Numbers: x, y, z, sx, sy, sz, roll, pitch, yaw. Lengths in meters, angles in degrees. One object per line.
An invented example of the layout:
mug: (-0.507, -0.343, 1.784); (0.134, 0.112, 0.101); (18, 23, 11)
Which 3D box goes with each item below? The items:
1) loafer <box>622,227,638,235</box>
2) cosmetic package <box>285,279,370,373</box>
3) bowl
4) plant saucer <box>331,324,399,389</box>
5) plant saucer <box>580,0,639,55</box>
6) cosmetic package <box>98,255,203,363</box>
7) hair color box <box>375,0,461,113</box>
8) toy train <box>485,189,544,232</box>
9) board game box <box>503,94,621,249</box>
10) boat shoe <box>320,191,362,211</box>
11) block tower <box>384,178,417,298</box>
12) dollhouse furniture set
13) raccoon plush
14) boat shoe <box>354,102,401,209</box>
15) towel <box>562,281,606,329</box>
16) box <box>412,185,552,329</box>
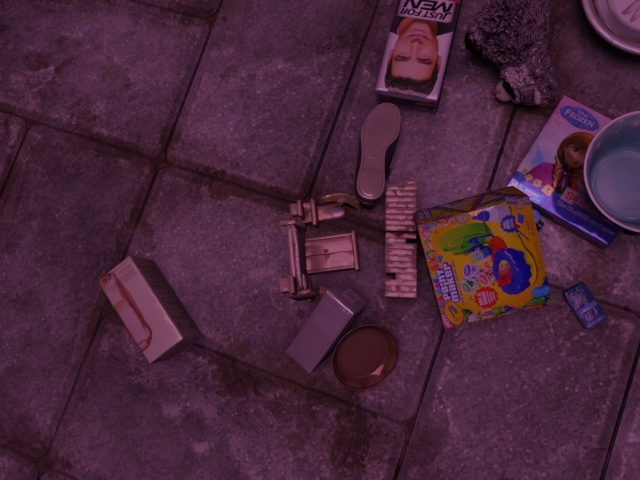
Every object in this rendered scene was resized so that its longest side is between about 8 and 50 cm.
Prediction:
loafer: (0.903, -0.076, 1.517); (0.170, 0.061, 0.062); (-41, 76, 0)
cosmetic package: (0.019, 0.236, 1.536); (0.107, 0.127, 0.238); (42, 114, 12)
bowl: (0.808, -0.157, 1.426); (0.312, 0.163, 0.311); (-1, 82, 7)
plant saucer: (0.121, 0.318, 1.556); (0.199, 0.036, 0.198); (-5, 108, -16)
plant saucer: (0.938, -0.690, 1.588); (0.401, 0.100, 0.400); (-1, 81, 10)
cosmetic package: (-0.500, 0.203, 1.654); (0.129, 0.153, 0.296); (-38, 76, 3)
hair color box: (0.296, -0.584, 1.667); (0.186, 0.113, 0.374); (13, 84, 11)
toy train: (0.529, -0.065, 1.571); (0.184, 0.080, 0.105); (35, 97, 10)
board game box: (0.732, -0.192, 1.560); (0.319, 0.066, 0.317); (32, 87, 12)
boat shoe: (0.065, -0.110, 1.622); (0.056, 0.153, 0.048); (-8, 83, 44)
block tower: (0.230, -0.002, 1.599); (0.097, 0.091, 0.335); (2, 81, 9)
dollhouse furniture set: (0.000, 0.000, 1.500); (0.174, 0.355, 0.303); (-8, 79, 7)
raccoon plush: (0.589, -0.563, 1.489); (0.299, 0.446, 0.216); (46, 57, 12)
boat shoe: (0.161, -0.248, 1.645); (0.112, 0.095, 0.334); (13, 69, 3)
towel: (0.719, 0.176, 1.524); (0.067, 0.029, 0.119); (-30, 78, 3)
box: (0.417, 0.041, 1.468); (0.279, 0.177, 0.289); (-16, 102, 9)
